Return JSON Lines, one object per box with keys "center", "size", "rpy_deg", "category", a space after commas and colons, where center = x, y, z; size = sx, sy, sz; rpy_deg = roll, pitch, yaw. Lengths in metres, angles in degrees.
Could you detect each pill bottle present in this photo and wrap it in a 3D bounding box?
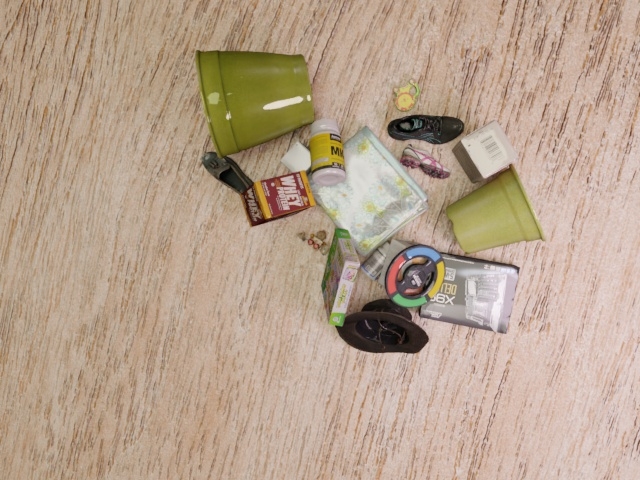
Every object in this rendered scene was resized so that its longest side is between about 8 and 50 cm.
{"center": [0.021, -0.305, 1.695], "size": [0.119, 0.119, 0.208], "rpy_deg": [-8, 73, 9], "category": "pill bottle"}
{"center": [0.216, 0.074, 1.777], "size": [0.078, 0.078, 0.137], "rpy_deg": [44, 97, 4], "category": "pill bottle"}

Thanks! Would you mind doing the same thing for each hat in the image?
{"center": [0.222, 0.285, 1.742], "size": [0.331, 0.331, 0.134], "rpy_deg": [9, 56, 8], "category": "hat"}

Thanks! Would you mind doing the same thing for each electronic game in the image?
{"center": [0.321, 0.122, 1.655], "size": [0.229, 0.048, 0.229], "rpy_deg": [-7, 111, -18], "category": "electronic game"}

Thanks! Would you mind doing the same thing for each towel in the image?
{"center": [0.162, -0.172, 1.767], "size": [0.320, 0.090, 0.374], "rpy_deg": [-39, 87, 8], "category": "towel"}

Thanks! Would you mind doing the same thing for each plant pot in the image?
{"center": [0.571, -0.079, 1.641], "size": [0.254, 0.276, 0.276], "rpy_deg": [-24, 89, 20], "category": "plant pot"}
{"center": [-0.210, -0.496, 1.697], "size": [0.353, 0.366, 0.366], "rpy_deg": [-11, 91, -3], "category": "plant pot"}

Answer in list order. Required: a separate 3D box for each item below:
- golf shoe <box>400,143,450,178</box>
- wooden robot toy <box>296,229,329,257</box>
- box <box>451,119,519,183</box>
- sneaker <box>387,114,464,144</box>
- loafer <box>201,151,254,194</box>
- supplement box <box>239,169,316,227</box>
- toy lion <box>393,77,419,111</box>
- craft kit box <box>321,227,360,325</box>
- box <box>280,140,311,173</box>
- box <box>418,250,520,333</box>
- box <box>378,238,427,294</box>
{"center": [0.379, -0.282, 1.738], "size": [0.186, 0.067, 0.086], "rpy_deg": [23, 71, -4], "category": "golf shoe"}
{"center": [0.000, 0.000, 1.812], "size": [0.173, 0.076, 0.079], "rpy_deg": [35, 86, 5], "category": "wooden robot toy"}
{"center": [0.541, -0.289, 1.631], "size": [0.127, 0.232, 0.148], "rpy_deg": [-31, 88, 8], "category": "box"}
{"center": [0.370, -0.390, 1.717], "size": [0.267, 0.106, 0.101], "rpy_deg": [-2, 91, 7], "category": "sneaker"}
{"center": [-0.342, -0.247, 1.838], "size": [0.267, 0.084, 0.096], "rpy_deg": [38, 98, 5], "category": "loafer"}
{"center": [-0.153, -0.145, 1.725], "size": [0.191, 0.194, 0.129], "rpy_deg": [-18, 90, -26], "category": "supplement box"}
{"center": [0.310, -0.516, 1.758], "size": [0.100, 0.034, 0.096], "rpy_deg": [-27, 96, 9], "category": "toy lion"}
{"center": [0.063, 0.120, 1.681], "size": [0.061, 0.250, 0.246], "rpy_deg": [11, 114, -12], "category": "craft kit box"}
{"center": [-0.072, -0.292, 1.795], "size": [0.101, 0.087, 0.102], "rpy_deg": [44, 98, 4], "category": "box"}
{"center": [0.520, 0.179, 1.737], "size": [0.308, 0.076, 0.242], "rpy_deg": [11, 95, 8], "category": "box"}
{"center": [0.300, 0.094, 1.720], "size": [0.130, 0.091, 0.170], "rpy_deg": [8, 105, -28], "category": "box"}
